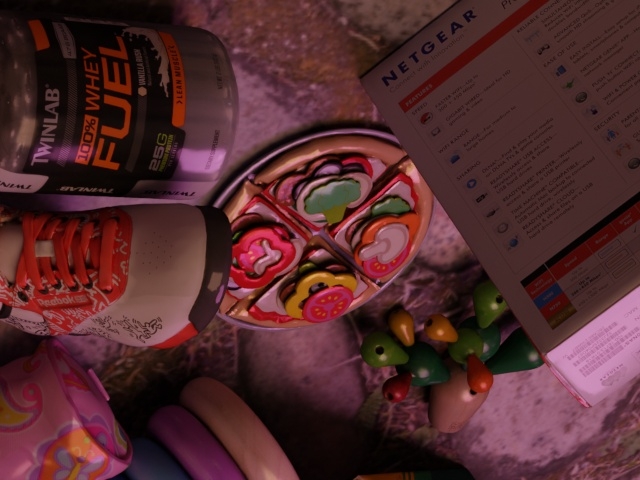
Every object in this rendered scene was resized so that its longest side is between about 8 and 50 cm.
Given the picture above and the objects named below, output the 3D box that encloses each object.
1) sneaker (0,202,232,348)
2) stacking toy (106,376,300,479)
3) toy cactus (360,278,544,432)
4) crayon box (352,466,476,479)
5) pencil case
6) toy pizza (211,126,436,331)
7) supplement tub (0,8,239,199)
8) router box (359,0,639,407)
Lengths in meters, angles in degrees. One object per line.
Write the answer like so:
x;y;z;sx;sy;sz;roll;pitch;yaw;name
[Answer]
-0.176;0.017;1.294;0.145;0.270;0.090;12;80;-30;sneaker
-0.176;0.251;1.521;0.330;0.141;0.141;-36;140;-15;stacking toy
0.134;0.102;1.648;0.219;0.112;0.180;-17;147;-26;toy cactus
-0.026;0.339;1.682;0.363;0.106;0.313;-41;163;11;crayon box
-0.282;0.189;1.477;0.284;0.124;0.124;-33;138;4;pencil case
0.000;0.000;1.512;0.201;0.032;0.201;-16;136;-16;toy pizza
-0.158;-0.086;1.277;0.190;0.117;0.117;1;129;-31;supplement tub
0.232;-0.102;1.345;0.335;0.301;0.082;-37;137;8;router box
